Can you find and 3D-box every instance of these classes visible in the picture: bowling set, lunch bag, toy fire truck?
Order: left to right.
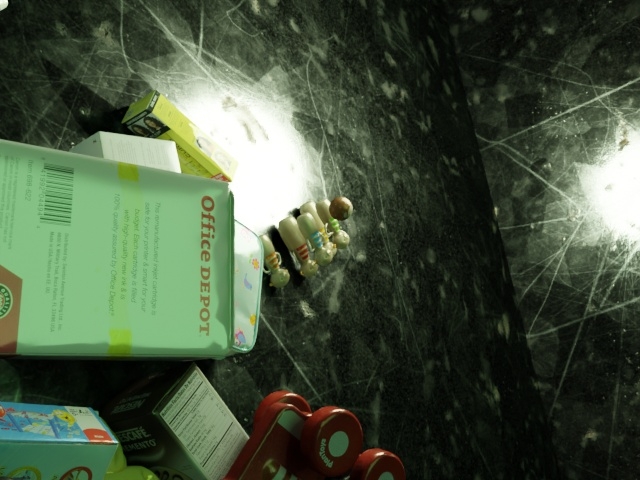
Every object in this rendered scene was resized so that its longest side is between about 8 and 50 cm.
[{"bbox_3d":[-0.210,0.083,1.230,0.224,0.108,0.279,35,48,-42],"label":"lunch bag"},{"bbox_3d":[-0.024,0.400,1.015,0.302,0.169,0.254,49,63,-27],"label":"toy fire truck"},{"bbox_3d":[0.000,0.000,1.485,0.287,0.200,0.154,-39,107,-49],"label":"bowling set"}]

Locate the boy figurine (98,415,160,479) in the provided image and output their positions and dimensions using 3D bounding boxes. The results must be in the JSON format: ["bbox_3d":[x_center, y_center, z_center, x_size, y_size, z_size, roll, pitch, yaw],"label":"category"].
[{"bbox_3d":[-0.289,0.391,0.913,0.177,0.092,0.285,-12,68,-57],"label":"boy figurine"}]

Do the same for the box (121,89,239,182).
[{"bbox_3d":[-0.276,-0.193,1.297,0.232,0.087,0.058,42,46,-36],"label":"box"}]

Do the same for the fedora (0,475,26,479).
[{"bbox_3d":[-0.346,0.354,0.594,0.334,0.152,0.334,-6,99,-37],"label":"fedora"}]

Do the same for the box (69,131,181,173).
[{"bbox_3d":[-0.341,-0.112,1.162,0.170,0.091,0.130,-1,76,-54],"label":"box"}]

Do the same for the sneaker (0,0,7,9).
[{"bbox_3d":[-0.550,-0.324,0.950,0.236,0.130,0.322,-23,87,-51],"label":"sneaker"}]

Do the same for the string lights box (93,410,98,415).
[{"bbox_3d":[-0.435,0.252,0.822,0.260,0.133,0.076,21,56,-46],"label":"string lights box"}]

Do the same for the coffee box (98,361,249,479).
[{"bbox_3d":[-0.207,0.357,1.049,0.297,0.168,0.119,58,36,-16],"label":"coffee box"}]

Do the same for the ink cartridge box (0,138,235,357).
[{"bbox_3d":[-0.331,0.034,0.944,0.385,0.160,0.279,9,73,-35],"label":"ink cartridge box"}]

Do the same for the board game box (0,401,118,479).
[{"bbox_3d":[-0.424,0.325,0.698,0.302,0.086,0.308,22,95,-47],"label":"board game box"}]
